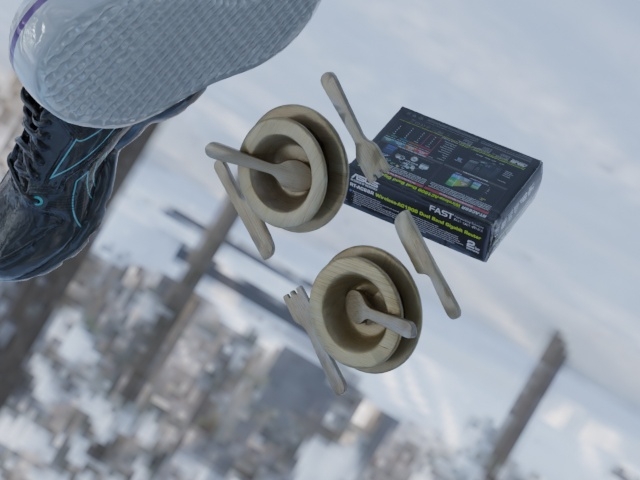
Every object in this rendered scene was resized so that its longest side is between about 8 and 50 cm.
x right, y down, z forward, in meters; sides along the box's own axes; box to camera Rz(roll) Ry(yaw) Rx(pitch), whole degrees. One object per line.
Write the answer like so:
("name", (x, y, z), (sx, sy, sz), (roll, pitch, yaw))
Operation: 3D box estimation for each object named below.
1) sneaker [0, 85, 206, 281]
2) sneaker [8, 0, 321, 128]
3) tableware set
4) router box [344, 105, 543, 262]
("sneaker", (-0.190, -0.085, 1.468), (0.106, 0.267, 0.101), (20, -156, -50))
("sneaker", (-0.127, -0.155, 1.147), (0.161, 0.102, 0.282), (39, -156, 13))
("tableware set", (0.000, 0.000, 1.309), (0.039, 0.128, 0.194), (-13, -109, -51))
("router box", (0.090, -0.042, 1.459), (0.122, 0.092, 0.038), (23, 131, 19))
